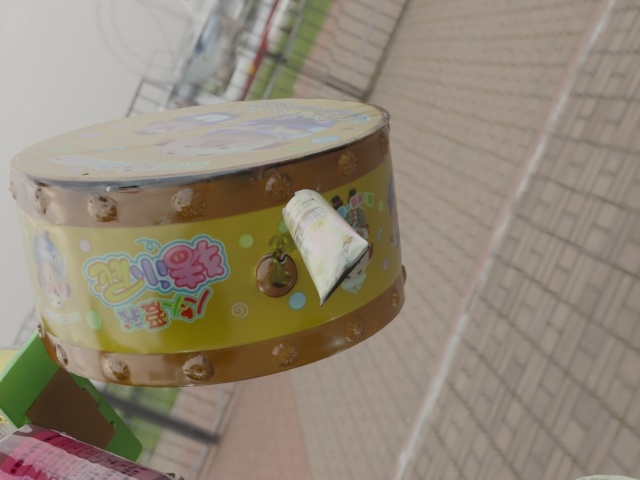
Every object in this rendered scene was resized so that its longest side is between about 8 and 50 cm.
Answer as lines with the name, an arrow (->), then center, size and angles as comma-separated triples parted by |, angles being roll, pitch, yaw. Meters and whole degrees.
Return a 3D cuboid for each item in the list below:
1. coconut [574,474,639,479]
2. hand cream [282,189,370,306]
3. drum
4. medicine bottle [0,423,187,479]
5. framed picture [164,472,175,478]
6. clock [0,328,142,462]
coconut -> 0.286, 0.318, 1.138 | 0.241, 0.241, 0.241 | -157, 90, -82
hand cream -> 0.000, 0.000, 1.026 | 0.061, 0.039, 0.143 | -49, 26, 8
drum -> -0.118, -0.016, 1.390 | 0.431, 0.431, 0.214 | -95, -2, -74
medicine bottle -> -0.160, 0.245, 1.001 | 0.147, 0.247, 0.147 | -50, -31, -45
framed picture -> -0.349, 0.390, 1.203 | 0.028, 0.446, 0.326 | 123, 145, -62
clock -> -0.381, 0.213, 1.533 | 0.255, 0.219, 0.106 | -2, 42, 39
